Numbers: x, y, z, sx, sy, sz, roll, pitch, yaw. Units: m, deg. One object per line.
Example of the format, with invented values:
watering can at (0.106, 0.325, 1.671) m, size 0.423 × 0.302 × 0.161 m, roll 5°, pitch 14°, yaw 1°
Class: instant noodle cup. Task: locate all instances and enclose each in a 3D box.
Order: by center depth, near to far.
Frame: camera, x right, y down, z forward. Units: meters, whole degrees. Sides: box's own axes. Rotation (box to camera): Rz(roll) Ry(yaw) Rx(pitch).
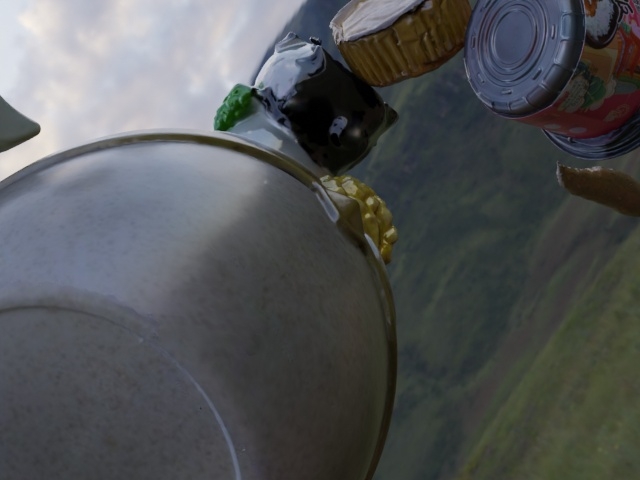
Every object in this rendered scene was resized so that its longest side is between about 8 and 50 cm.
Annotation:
instant noodle cup at (0.294, -0.233, 1.214) m, size 0.302 × 0.181 × 0.259 m, roll -17°, pitch 75°, yaw 53°

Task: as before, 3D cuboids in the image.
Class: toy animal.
toy animal at (-0.048, -0.145, 1.383) m, size 0.267 × 0.212 × 0.212 m, roll -47°, pitch -8°, yaw 0°

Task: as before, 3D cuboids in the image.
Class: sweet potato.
sweet potato at (0.478, -0.088, 1.634) m, size 0.066 × 0.314 × 0.072 m, roll -50°, pitch 44°, yaw 29°

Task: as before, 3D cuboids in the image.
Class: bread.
bread at (0.112, -0.285, 1.330) m, size 0.199 × 0.104 × 0.199 m, roll -25°, pitch 28°, yaw 15°

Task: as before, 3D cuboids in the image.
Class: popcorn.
popcorn at (0.000, 0.000, 1.181) m, size 0.180 × 0.180 × 0.170 m, roll -60°, pitch -31°, yaw -23°

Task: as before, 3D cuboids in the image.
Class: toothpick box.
toothpick box at (-0.129, 0.098, 0.873) m, size 0.425 × 0.408 × 0.409 m, roll -57°, pitch -9°, yaw -71°

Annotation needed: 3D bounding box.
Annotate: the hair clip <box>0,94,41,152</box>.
hair clip at (-0.434, -0.122, 0.930) m, size 0.282 × 0.173 × 0.113 m, roll -28°, pitch 10°, yaw -33°
